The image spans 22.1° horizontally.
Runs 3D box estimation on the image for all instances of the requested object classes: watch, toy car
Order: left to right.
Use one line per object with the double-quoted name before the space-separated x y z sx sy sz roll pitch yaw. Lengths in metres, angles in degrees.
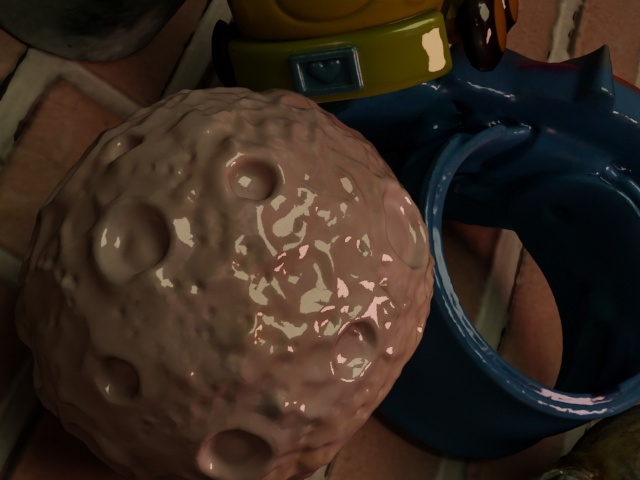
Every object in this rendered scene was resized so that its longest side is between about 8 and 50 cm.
"toy car" 0.025 -0.186 1.119 0.248 0.200 0.142 -66 146 -65
"watch" 0.113 0.005 1.199 0.305 0.241 0.274 15 64 -24

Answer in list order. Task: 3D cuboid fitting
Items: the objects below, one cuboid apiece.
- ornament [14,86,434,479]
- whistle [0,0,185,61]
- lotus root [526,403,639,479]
"ornament" -0.065 0.028 1.007 0.225 0.259 0.259 40 44 -10
"whistle" -0.214 -0.266 1.150 0.405 0.168 0.188 14 54 -32
"lotus root" 0.293 0.195 1.233 0.349 0.175 0.175 -12 69 -44
